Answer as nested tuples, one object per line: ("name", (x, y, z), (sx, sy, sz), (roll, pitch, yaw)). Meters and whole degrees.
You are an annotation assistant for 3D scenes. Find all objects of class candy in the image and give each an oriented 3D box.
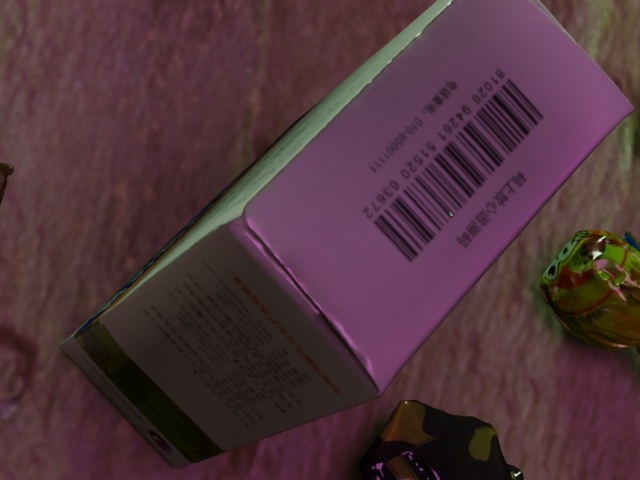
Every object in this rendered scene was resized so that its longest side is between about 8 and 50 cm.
("candy", (0.239, 0.102, 1.044), (0.262, 0.073, 0.077), (54, 36, -9))

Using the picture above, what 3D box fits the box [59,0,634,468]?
("box", (0.000, 0.000, 0.832), (0.106, 0.299, 0.200), (47, 64, -4))

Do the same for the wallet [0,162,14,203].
("wallet", (-0.266, -0.026, 0.881), (0.176, 0.026, 0.095), (19, 72, -17))

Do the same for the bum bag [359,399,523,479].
("bum bag", (0.100, 0.200, 0.954), (0.106, 0.060, 0.233), (-21, 87, -35))
